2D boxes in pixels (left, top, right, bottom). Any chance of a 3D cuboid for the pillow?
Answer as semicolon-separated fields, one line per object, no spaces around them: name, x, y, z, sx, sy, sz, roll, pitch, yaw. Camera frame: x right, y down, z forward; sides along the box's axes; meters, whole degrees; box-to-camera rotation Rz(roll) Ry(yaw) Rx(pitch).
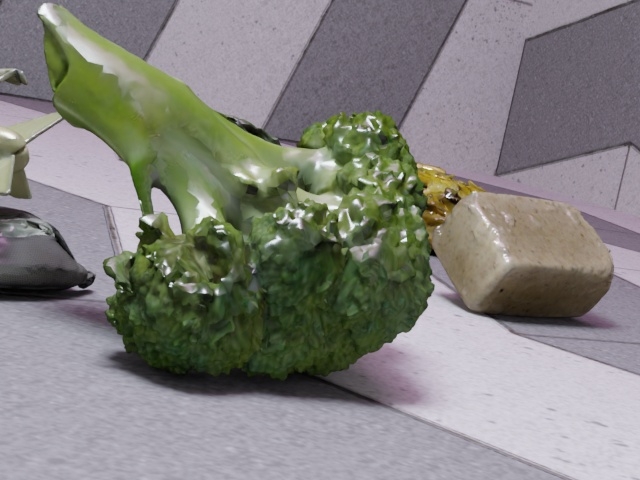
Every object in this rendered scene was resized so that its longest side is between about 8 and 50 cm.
pillow;-0.305;-0.012;1.020;0.255;0.059;0.169;18;13;37

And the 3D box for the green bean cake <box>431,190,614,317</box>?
green bean cake;0.215;0.016;1.344;0.179;0.085;0.109;6;44;-36

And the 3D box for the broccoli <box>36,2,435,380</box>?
broccoli;-0.069;0.001;0.899;0.302;0.186;0.254;10;48;-13

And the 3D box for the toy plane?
toy plane;-0.324;-0.073;0.973;0.244;0.092;0.229;7;39;12

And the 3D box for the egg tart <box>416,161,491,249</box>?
egg tart;0.145;-0.049;1.779;0.291;0.107;0.291;12;7;-2
